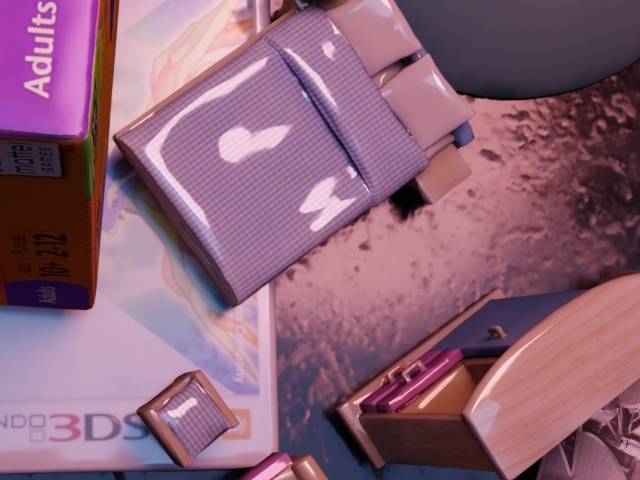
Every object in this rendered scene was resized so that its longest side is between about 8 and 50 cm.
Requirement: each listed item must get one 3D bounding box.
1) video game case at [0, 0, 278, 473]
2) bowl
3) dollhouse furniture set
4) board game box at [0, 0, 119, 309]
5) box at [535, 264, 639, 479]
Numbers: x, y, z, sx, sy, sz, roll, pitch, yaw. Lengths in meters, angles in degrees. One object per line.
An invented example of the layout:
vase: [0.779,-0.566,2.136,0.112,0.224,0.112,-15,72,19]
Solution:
video game case: [-0.178,-0.019,1.127,0.300,0.036,0.329,0,83,-8]
bowl: [0.135,-0.258,1.136,0.311,0.163,0.312,1,82,-8]
dollhouse furniture set: [0.000,0.000,1.032,0.286,0.198,0.303,-36,97,-19]
board game box: [-0.280,-0.182,0.930,0.356,0.356,0.356,4,76,-6]
box: [0.255,0.126,1.094,0.231,0.056,0.183,13,78,35]
